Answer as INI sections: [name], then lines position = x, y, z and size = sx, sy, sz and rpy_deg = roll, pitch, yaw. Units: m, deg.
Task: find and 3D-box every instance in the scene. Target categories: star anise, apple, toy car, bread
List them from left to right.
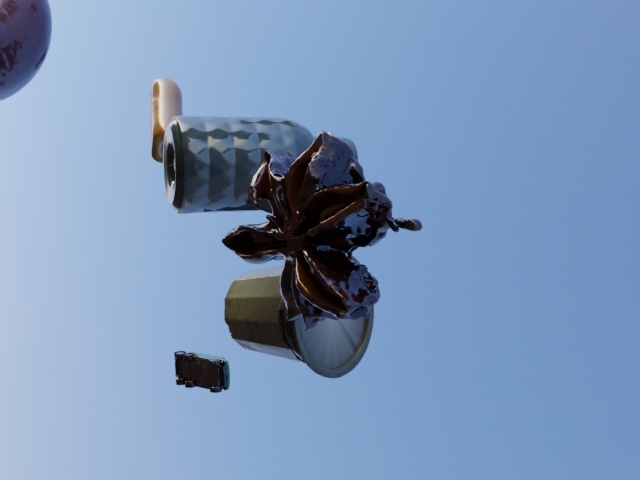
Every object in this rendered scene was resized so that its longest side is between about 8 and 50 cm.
[apple]
position = -0.563, -0.334, 1.315
size = 0.235, 0.306, 0.305
rpy_deg = -34, -104, 54
[bread]
position = -0.337, -0.268, 1.921
size = 0.239, 0.074, 0.092
rpy_deg = -102, -162, -46
[toy car]
position = -0.236, 0.265, 1.792
size = 0.165, 0.063, 0.071
rpy_deg = 2, -84, 45
[star anise]
position = 0.000, 0.000, 0.892
size = 0.190, 0.126, 0.220
rpy_deg = -54, -130, 17

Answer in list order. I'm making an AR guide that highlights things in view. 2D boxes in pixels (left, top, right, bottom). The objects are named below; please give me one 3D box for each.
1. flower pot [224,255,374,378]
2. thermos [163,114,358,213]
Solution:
[flower pot]
position = -0.045, 0.128, 1.494
size = 0.203, 0.212, 0.212
rpy_deg = -7, -82, 40
[thermos]
position = -0.081, -0.105, 1.304
size = 0.144, 0.287, 0.182
rpy_deg = 105, -24, -43
